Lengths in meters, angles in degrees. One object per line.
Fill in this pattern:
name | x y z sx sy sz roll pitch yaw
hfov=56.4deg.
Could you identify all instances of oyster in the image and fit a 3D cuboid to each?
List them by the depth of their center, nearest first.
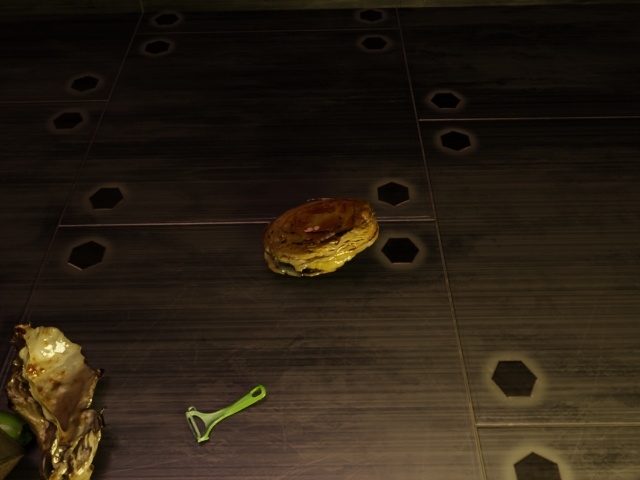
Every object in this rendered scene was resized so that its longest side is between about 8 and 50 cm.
oyster | -0.510 0.317 1.175 0.133 0.197 0.337 -45 61 21

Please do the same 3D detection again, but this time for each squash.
squash | -0.708 0.367 1.163 0.292 0.082 0.082 -2 48 0

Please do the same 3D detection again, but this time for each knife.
knife | -0.188 0.340 1.213 0.166 0.023 0.078 -25 59 -18

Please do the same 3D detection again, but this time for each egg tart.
egg tart | 0.000 0.000 1.459 0.297 0.132 0.297 -9 36 7

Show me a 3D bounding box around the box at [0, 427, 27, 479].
box | -0.686 0.353 1.030 0.273 0.184 0.143 38 82 4
